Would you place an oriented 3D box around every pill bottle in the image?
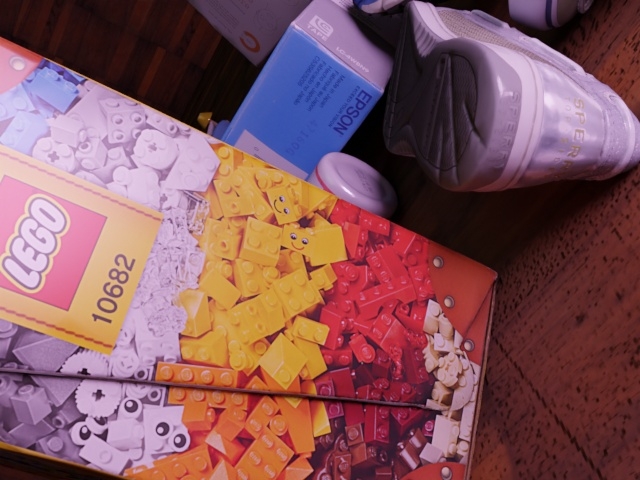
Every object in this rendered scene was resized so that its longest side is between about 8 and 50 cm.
[{"bbox_3d":[0.000,0.000,0.680,0.160,0.087,0.087,-56,21,28],"label":"pill bottle"}]

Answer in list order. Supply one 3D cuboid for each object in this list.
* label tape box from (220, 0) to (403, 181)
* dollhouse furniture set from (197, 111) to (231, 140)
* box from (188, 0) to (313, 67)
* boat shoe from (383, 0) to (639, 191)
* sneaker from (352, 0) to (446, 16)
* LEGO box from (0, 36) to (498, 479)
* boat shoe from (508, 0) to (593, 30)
[{"bbox_3d":[0.003,-0.185,0.822,0.249,0.115,0.348,-50,6,38],"label":"label tape box"},{"bbox_3d":[-0.348,-0.130,1.584,0.286,0.198,0.303,-47,26,43],"label":"dollhouse furniture set"},{"bbox_3d":[-0.086,-0.500,1.238,0.168,0.215,0.345,-53,13,-24],"label":"box"},{"bbox_3d":[0.115,-0.110,0.516,0.320,0.103,0.118,-106,24,-70],"label":"boat shoe"},{"bbox_3d":[0.129,-0.319,0.569,0.129,0.147,0.330,-29,-8,-47],"label":"sneaker"},{"bbox_3d":[-0.168,0.102,0.574,0.500,0.372,0.193,-31,39,58],"label":"LEGO box"},{"bbox_3d":[0.184,-0.247,0.392,0.109,0.094,0.302,-51,-22,-32],"label":"boat shoe"}]
